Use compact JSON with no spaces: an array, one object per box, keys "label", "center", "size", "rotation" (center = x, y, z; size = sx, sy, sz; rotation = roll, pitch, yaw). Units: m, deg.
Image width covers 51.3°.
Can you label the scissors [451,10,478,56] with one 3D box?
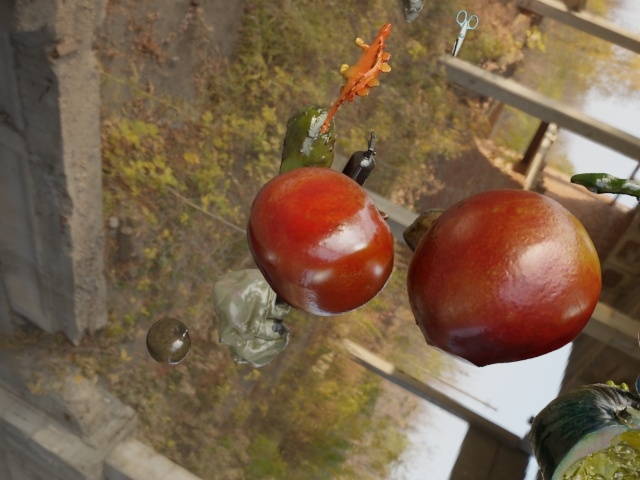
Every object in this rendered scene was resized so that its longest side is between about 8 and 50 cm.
[{"label":"scissors","center":[0.353,-0.513,1.666],"size":[0.014,0.058,0.119],"rotation":[-177,-73,-83]}]

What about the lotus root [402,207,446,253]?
[{"label":"lotus root","center":[0.376,0.030,1.812],"size":[0.193,0.291,0.193],"rotation":[-36,150,-25]}]

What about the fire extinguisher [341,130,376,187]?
[{"label":"fire extinguisher","center":[0.088,-0.178,1.841],"size":[0.089,0.072,0.268],"rotation":[-85,-161,-45]}]

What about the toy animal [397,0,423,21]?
[{"label":"toy animal","center":[0.234,-0.697,1.573],"size":[0.188,0.308,0.266],"rotation":[-17,154,-11]}]

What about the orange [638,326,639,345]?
[{"label":"orange","center":[0.864,0.232,1.561],"size":[0.170,0.224,0.224],"rotation":[-37,155,-35]}]

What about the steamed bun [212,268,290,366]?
[{"label":"steamed bun","center":[-0.183,0.218,1.907],"size":[0.320,0.206,0.275],"rotation":[85,-6,-64]}]

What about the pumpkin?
[{"label":"pumpkin","center":[0.614,0.434,1.507],"size":[0.197,0.292,0.264],"rotation":[-115,-144,-55]}]

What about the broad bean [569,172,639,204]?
[{"label":"broad bean","center":[0.716,-0.132,1.631],"size":[0.046,0.195,0.061],"rotation":[-63,171,-51]}]

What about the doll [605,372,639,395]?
[{"label":"doll","center":[1.081,0.523,2.110],"size":[0.099,0.345,0.341],"rotation":[-48,120,-78]}]

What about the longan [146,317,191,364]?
[{"label":"longan","center":[-0.331,0.220,1.464],"size":[0.092,0.113,0.113],"rotation":[24,94,-47]}]

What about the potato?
[{"label":"potato","center":[-0.034,-0.225,1.828],"size":[0.176,0.141,0.298],"rotation":[-28,130,-54]}]

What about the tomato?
[{"label":"tomato","center":[0.000,0.000,1.442],"size":[0.289,0.325,0.293],"rotation":[-32,154,-14]}]

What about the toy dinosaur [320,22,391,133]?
[{"label":"toy dinosaur","center":[0.090,-0.357,1.461],"size":[0.117,0.070,0.288],"rotation":[20,-103,56]}]

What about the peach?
[{"label":"peach","center":[0.355,0.084,1.360],"size":[0.388,0.388,0.388],"rotation":[-60,169,-19]}]
